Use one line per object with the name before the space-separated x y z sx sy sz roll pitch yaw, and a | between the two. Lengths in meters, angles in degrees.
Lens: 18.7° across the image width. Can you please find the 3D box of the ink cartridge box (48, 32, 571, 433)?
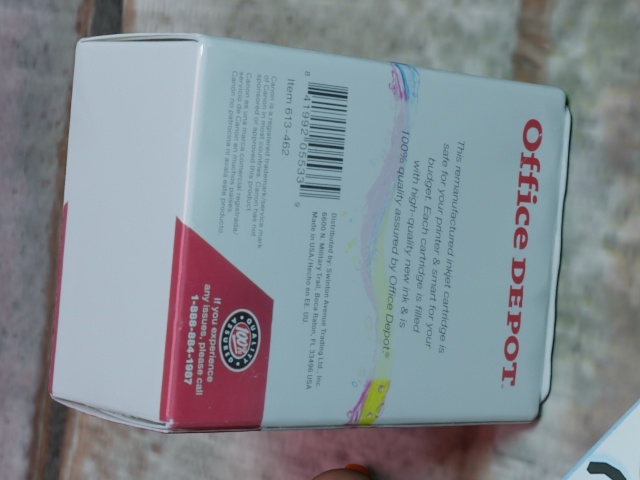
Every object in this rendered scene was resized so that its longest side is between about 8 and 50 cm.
ink cartridge box | 0.000 0.000 0.689 0.072 0.175 0.127 6 91 48

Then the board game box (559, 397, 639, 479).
board game box | 0.181 0.075 0.521 0.275 0.144 0.142 -52 54 31

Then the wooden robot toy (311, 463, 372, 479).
wooden robot toy | 0.006 0.130 0.771 0.173 0.076 0.079 -28 33 41
